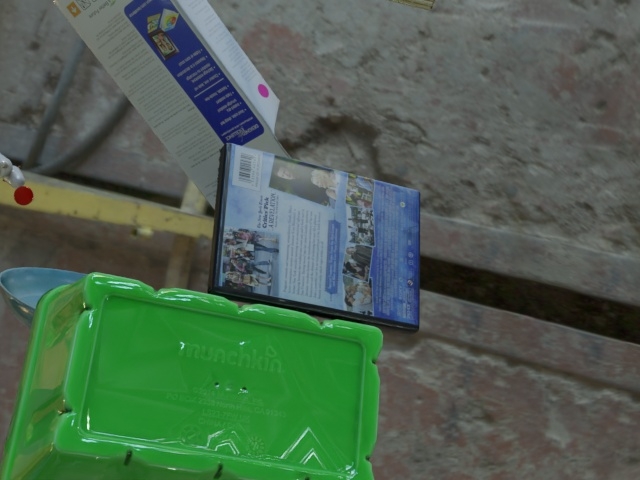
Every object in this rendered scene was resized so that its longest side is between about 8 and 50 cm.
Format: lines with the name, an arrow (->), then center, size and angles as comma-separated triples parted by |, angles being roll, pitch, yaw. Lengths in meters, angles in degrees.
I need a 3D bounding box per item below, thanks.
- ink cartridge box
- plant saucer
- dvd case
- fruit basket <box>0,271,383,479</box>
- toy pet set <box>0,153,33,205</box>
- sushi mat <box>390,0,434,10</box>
ink cartridge box -> -0.184, -0.222, 1.321 | 0.176, 0.069, 0.371 | -24, 107, 39
plant saucer -> -0.264, 0.106, 1.274 | 0.318, 0.317, 0.043 | 22, 96, 28
dvd case -> 0.000, 0.000, 1.109 | 0.022, 0.253, 0.180 | 142, 136, -57
fruit basket -> -0.137, 0.213, 1.022 | 0.392, 0.392, 0.283 | -8, 62, 26
toy pet set -> -0.302, -0.038, 0.780 | 0.122, 0.065, 0.114 | -39, 93, -5
sushi mat -> 0.016, -0.395, 1.220 | 0.316, 0.019, 0.151 | 19, 103, 20
